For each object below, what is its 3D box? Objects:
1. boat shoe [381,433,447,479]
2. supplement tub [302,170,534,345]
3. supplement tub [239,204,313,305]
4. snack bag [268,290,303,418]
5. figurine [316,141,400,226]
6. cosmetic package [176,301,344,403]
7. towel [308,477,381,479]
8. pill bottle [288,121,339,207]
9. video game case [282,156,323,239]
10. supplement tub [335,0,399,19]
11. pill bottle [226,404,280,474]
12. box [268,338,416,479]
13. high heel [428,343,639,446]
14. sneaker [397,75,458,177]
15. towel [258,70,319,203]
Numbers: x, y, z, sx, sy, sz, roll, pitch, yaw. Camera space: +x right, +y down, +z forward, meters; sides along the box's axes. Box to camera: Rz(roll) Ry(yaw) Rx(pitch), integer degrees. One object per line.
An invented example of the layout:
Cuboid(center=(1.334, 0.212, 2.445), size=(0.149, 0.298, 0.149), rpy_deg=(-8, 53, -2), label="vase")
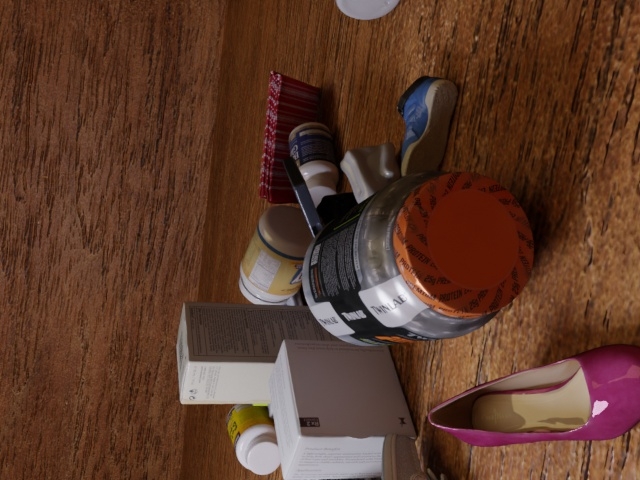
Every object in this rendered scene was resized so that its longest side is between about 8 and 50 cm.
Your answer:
Cuboid(center=(0.138, 0.382, 0.891), size=(0.320, 0.103, 0.118), rpy_deg=(-100, 3, -54), label="boat shoe")
Cuboid(center=(0.107, 0.029, 0.880), size=(0.316, 0.194, 0.193), rpy_deg=(149, 124, -70), label="supplement tub")
Cuboid(center=(-0.091, 0.038, 1.564), size=(0.144, 0.144, 0.199), rpy_deg=(-104, 31, -44), label="supplement tub")
Cuboid(center=(-0.106, 0.225, 1.785), size=(0.323, 0.037, 0.342), rpy_deg=(-113, 33, -57), label="snack bag")
Cuboid(center=(0.084, -0.019, 1.173), size=(0.215, 0.092, 0.209), rpy_deg=(119, 142, -53), label="figurine")
Cuboid(center=(-0.098, 0.205, 1.307), size=(0.160, 0.310, 0.113), rpy_deg=(-107, 27, -51), label="cosmetic package")
Cuboid(center=(0.032, 0.464, 1.144), size=(0.283, 0.121, 0.235), rpy_deg=(-111, 29, -53), label="towel")
Cuboid(center=(-0.012, -0.152, 1.467), size=(0.094, 0.094, 0.169), rpy_deg=(115, 153, -49), label="pill bottle")
Cuboid(center=(0.000, 0.000, 1.262), size=(0.196, 0.026, 0.274), rpy_deg=(-114, 1, -69), label="video game case")
Cuboid(center=(0.075, -0.487, 1.230), size=(0.117, 0.117, 0.190), rpy_deg=(124, 146, -58), label="supplement tub")
Cuboid(center=(-0.158, 0.482, 1.753), size=(0.215, 0.117, 0.117), rpy_deg=(-146, 61, -70), label="pill bottle")
Cuboid(center=(0.027, 0.258, 1.104), size=(0.182, 0.181, 0.119), rpy_deg=(-104, 26, -46), label="box")
Cuboid(center=(0.202, 0.148, 0.675), size=(0.244, 0.117, 0.082), rpy_deg=(134, 138, -64), label="high heel")
Cuboid(center=(0.142, -0.162, 1.033), size=(0.084, 0.058, 0.152), rpy_deg=(-134, 54, -60), label="sneaker")
Cuboid(center=(-0.061, -0.214, 1.562), size=(0.199, 0.031, 0.274), rpy_deg=(0, -84, -63), label="towel")
